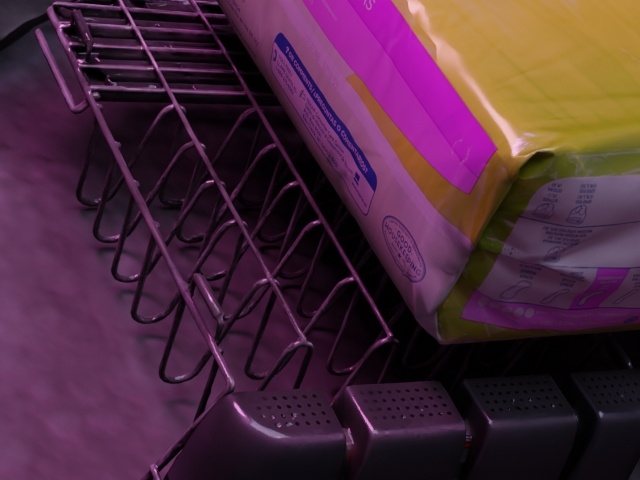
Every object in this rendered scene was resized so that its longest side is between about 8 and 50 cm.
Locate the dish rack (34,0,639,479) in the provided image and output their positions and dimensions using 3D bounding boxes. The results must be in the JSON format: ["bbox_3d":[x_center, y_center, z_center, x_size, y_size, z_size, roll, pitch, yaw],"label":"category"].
[{"bbox_3d":[0.000,0.000,0.715,0.208,0.074,0.271,1,44,-33],"label":"dish rack"}]

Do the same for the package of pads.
[{"bbox_3d":[0.126,-0.070,0.730,0.296,0.101,0.229,-3,45,-34],"label":"package of pads"}]
